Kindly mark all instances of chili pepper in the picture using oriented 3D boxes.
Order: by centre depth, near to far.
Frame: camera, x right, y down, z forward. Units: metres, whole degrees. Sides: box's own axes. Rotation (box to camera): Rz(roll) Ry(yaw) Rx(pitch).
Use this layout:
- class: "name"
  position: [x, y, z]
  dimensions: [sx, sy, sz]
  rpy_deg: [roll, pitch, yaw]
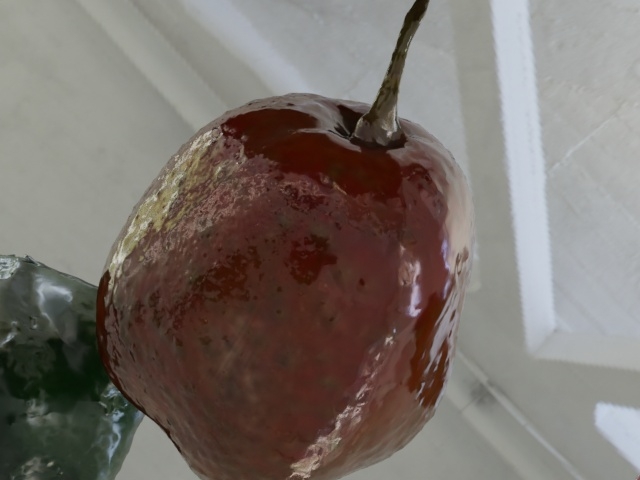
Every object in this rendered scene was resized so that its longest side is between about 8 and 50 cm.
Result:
- class: "chili pepper"
  position: [-0.221, 0.055, 0.605]
  dimensions: [0.264, 0.116, 0.148]
  rpy_deg: [28, -95, 8]

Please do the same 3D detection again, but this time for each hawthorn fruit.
- class: "hawthorn fruit"
  position: [0.000, 0.000, 0.438]
  dimensions: [0.162, 0.162, 0.203]
  rpy_deg: [40, -50, 17]

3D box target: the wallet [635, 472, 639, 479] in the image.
- class: "wallet"
  position: [0.257, 0.148, 0.554]
  dimensions: [0.025, 0.119, 0.232]
  rpy_deg: [44, -10, -30]
